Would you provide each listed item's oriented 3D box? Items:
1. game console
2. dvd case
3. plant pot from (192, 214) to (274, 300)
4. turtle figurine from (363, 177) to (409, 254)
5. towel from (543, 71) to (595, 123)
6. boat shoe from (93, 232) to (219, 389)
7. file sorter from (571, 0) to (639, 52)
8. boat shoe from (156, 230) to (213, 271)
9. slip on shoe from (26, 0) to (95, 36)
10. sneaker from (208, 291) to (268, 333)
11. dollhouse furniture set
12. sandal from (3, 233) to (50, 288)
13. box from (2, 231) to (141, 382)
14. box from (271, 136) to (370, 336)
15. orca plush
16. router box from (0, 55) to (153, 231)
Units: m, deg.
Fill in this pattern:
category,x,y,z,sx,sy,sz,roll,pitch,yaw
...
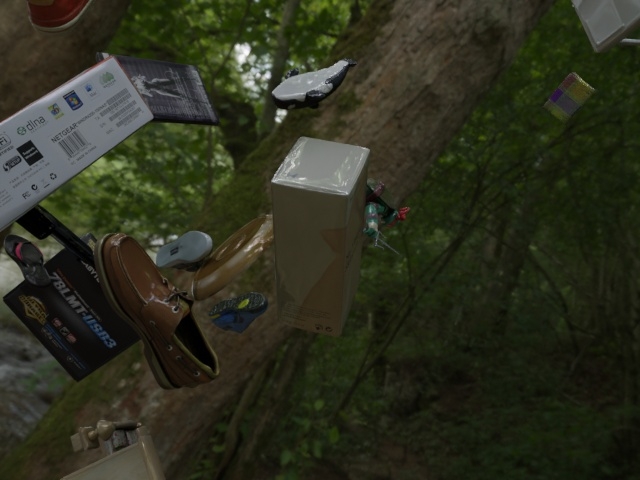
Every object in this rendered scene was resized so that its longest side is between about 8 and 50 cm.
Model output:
category,x,y,z,sx,sy,sz,roll,pitch,yaw
game console,-0.524,-0.035,1.051,0.213,0.044,0.361,35,-15,33
dvd case,-0.330,-0.307,1.149,0.221,0.018,0.164,-6,62,-41
plant pot,-0.168,0.024,1.096,0.032,0.236,0.236,50,-2,-16
turtle figurine,0.086,-0.079,1.145,0.234,0.118,0.175,45,-5,-11
towel,0.481,-0.275,1.082,0.060,0.083,0.009,48,34,20
boat shoe,-0.262,0.114,0.943,0.110,0.104,0.307,-66,139,-56
file sorter,0.439,-0.378,0.630,0.173,0.193,0.278,-9,-16,-26
boat shoe,-0.268,0.025,1.194,0.183,0.065,0.083,-14,-19,41
slip on shoe,-0.483,-0.548,1.104,0.123,0.331,0.101,12,-30,2
sneaker,-0.187,0.183,1.371,0.209,0.069,0.082,-18,-63,42
dollhouse furniture set,-0.353,0.511,1.175,0.355,0.174,0.303,65,0,-71
sandal,-0.652,0.037,1.254,0.067,0.040,0.179,-5,40,-49
box,-0.609,0.176,1.432,0.295,0.293,0.073,54,19,-10
box,0.000,0.000,0.942,0.121,0.311,0.148,12,43,13
orca plush,-0.022,-0.444,1.648,0.151,0.287,0.102,30,-32,21
router box,-0.399,-0.059,0.630,0.301,0.335,0.082,-6,-55,42
